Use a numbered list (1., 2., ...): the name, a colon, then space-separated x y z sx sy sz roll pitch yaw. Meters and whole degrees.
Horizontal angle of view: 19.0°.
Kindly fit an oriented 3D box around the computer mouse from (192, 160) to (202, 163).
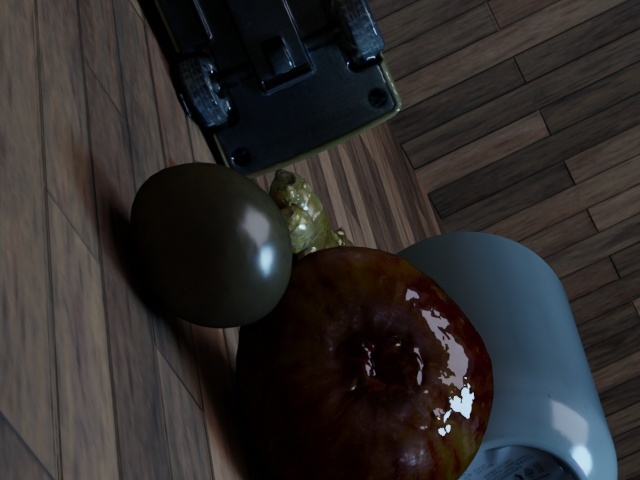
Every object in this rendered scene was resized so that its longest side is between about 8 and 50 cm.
1. computer mouse: -0.068 -0.018 1.399 0.096 0.039 0.066 61 8 -20

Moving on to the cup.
1. cup: 0.140 0.146 1.649 0.205 0.205 0.312 61 9 -24

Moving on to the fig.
1. fig: 0.021 0.103 1.248 0.207 0.175 0.175 116 -47 -66

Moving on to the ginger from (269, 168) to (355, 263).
1. ginger: 0.000 0.000 1.748 0.176 0.052 0.193 55 10 -23

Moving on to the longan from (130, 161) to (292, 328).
1. longan: -0.067 0.003 1.157 0.113 0.092 0.113 44 -9 8

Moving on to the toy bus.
1. toy bus: -0.070 -0.242 1.634 0.202 0.177 0.365 -35 102 -86
